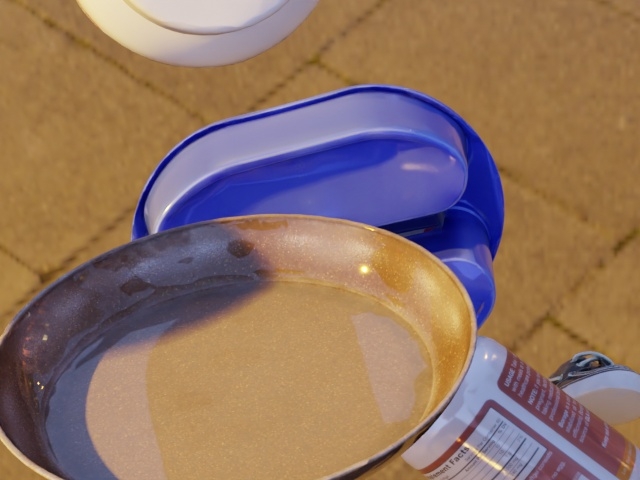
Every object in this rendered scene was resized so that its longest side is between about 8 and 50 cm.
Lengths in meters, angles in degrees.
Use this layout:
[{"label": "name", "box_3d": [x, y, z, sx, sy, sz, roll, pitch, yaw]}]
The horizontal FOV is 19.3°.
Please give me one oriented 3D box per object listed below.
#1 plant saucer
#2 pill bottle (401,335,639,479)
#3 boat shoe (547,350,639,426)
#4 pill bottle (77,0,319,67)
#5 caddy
[{"label": "plant saucer", "box_3d": [-0.055, 0.083, 1.189, 0.310, 0.050, 0.310, -5, 32, 3]}, {"label": "pill bottle", "box_3d": [0.139, 0.154, 1.490, 0.216, 0.121, 0.121, 37, 59, -6]}, {"label": "boat shoe", "box_3d": [0.253, 0.145, 1.821, 0.077, 0.219, 0.070, 13, 70, -13]}, {"label": "pill bottle", "box_3d": [-0.082, -0.200, 1.210, 0.176, 0.176, 0.318, -16, 8, -5]}, {"label": "caddy", "box_3d": [0.000, 0.000, 1.671, 0.341, 0.241, 0.179, -14, 17, 1]}]
